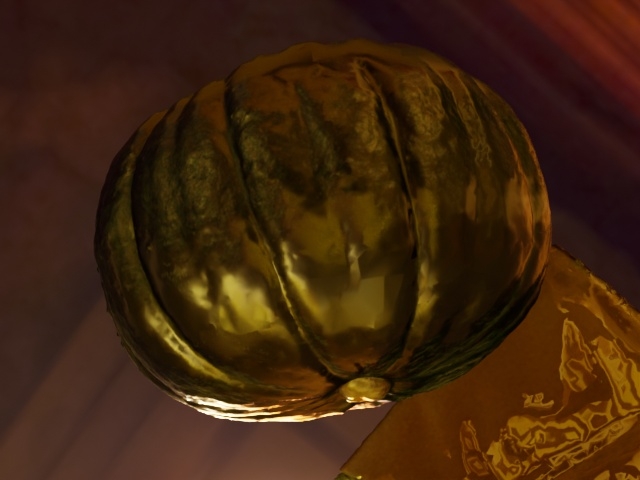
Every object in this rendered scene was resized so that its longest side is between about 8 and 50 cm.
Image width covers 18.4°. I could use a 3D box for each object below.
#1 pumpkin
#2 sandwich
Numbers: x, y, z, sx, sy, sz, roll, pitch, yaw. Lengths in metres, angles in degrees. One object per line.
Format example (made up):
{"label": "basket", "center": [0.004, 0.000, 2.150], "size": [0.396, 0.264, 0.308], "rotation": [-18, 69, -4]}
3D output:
{"label": "pumpkin", "center": [0.000, 0.000, 0.926], "size": [0.220, 0.220, 0.162], "rotation": [-34, 66, 41]}
{"label": "sandwich", "center": [0.135, 0.157, 1.028], "size": [0.198, 0.227, 0.155], "rotation": [-47, -13, -9]}
